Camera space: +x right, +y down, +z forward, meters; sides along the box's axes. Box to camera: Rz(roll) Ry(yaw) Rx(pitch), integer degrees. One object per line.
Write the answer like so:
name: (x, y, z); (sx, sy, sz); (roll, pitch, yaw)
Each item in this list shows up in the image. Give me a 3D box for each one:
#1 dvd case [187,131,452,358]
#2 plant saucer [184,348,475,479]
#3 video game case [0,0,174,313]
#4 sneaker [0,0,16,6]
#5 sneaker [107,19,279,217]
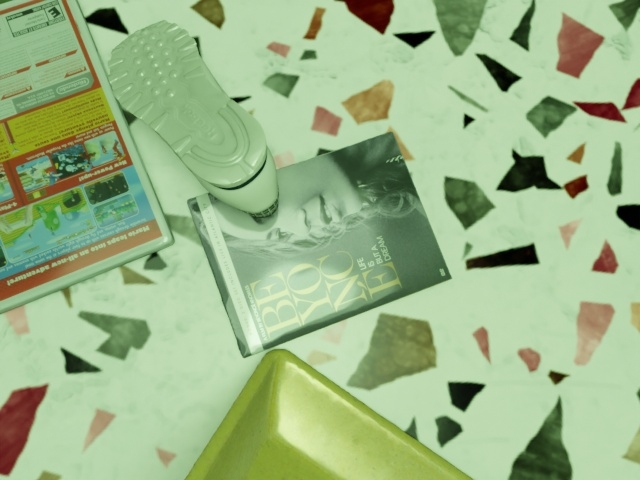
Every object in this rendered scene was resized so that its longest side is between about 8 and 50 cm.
dvd case: (0.000, 0.000, 0.524); (0.221, 0.018, 0.164); (-20, 84, -7)
plant saucer: (0.032, 0.274, 0.372); (0.333, 0.333, 0.081); (34, 114, 1)
video game case: (-0.290, -0.089, 0.509); (0.204, 0.025, 0.285); (-23, 84, -8)
sneaker: (-0.355, -0.259, 0.496); (0.192, 0.086, 0.064); (-18, 84, -7)
sneaker: (-0.120, -0.115, 0.499); (0.090, 0.095, 0.235); (-35, 65, -1)
